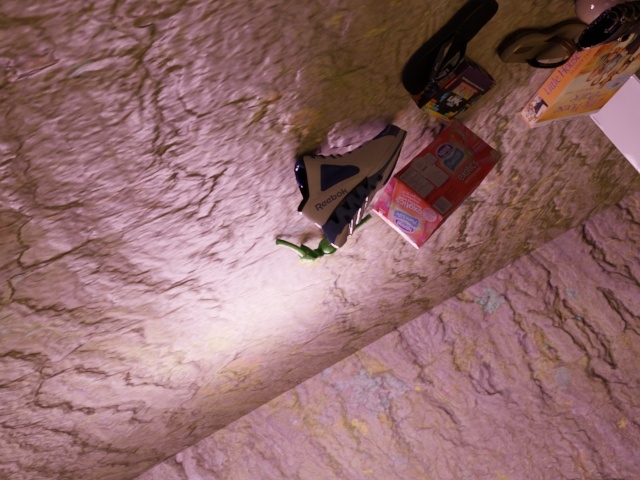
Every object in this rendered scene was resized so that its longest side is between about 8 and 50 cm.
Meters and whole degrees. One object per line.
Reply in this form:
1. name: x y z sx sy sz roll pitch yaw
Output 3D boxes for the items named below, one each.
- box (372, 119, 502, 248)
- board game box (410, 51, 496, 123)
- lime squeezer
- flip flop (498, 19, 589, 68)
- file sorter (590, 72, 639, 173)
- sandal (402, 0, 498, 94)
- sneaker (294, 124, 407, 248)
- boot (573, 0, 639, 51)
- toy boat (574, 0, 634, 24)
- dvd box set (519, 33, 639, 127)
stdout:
1. box: 0.281 -0.140 1.893 0.300 0.154 0.142 -43 170 -38
2. board game box: 0.296 -0.334 1.744 0.141 0.048 0.170 -40 158 24
3. lime squeezer: 0.000 0.000 2.114 0.310 0.059 0.110 -15 124 -32
4. flip flop: 0.519 -0.430 1.784 0.277 0.080 0.112 -15 154 -35
5. file sorter: 0.997 -0.350 2.355 0.173 0.277 0.193 -20 157 -37
6. sandal: 0.256 -0.380 1.573 0.097 0.054 0.254 -6 148 -48
7. sneaker: 0.048 -0.152 1.717 0.315 0.182 0.127 -55 171 -24
8. boot: 0.647 -0.452 1.528 0.229 0.091 0.263 -19 168 -30
9. toy boat: 0.633 -0.572 1.568 0.267 0.148 0.318 -27 167 3
10. dvd box set: 0.737 -0.466 2.025 0.308 0.062 0.420 -15 154 -35
